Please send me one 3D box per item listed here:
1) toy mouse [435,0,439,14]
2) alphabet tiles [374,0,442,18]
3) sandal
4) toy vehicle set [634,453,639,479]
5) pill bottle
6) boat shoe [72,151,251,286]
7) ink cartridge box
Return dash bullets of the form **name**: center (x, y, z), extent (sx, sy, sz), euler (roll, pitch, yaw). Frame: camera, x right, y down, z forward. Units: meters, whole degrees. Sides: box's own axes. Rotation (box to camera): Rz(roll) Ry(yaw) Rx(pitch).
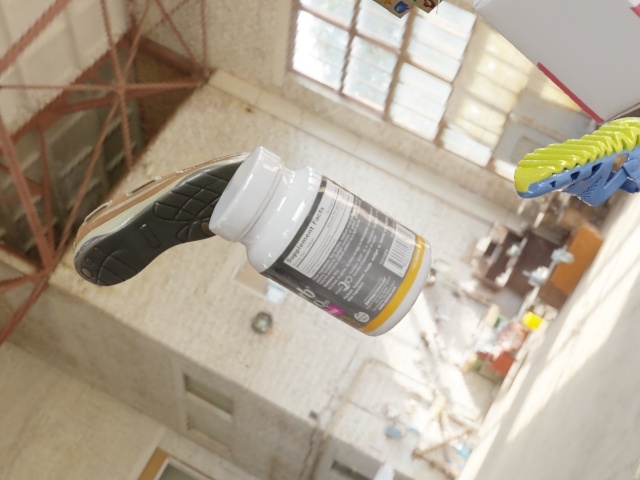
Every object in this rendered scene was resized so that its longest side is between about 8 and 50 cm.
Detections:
- **toy mouse**: center (0.220, -0.467, 1.511), extent (0.143, 0.031, 0.161), euler (148, 142, -77)
- **alphabet tiles**: center (0.168, -0.511, 1.730), extent (0.237, 0.009, 0.198), euler (20, -48, -41)
- **sandal**: center (0.496, -0.124, 1.710), extent (0.126, 0.317, 0.138), euler (29, 133, 62)
- **toy vehicle set**: center (0.541, 0.313, 1.182), extent (0.166, 0.267, 0.035), euler (-13, -60, -65)
- **pill bottle**: center (0.000, 0.000, 1.266), extent (0.162, 0.278, 0.162), euler (-53, 15, 21)
- **boat shoe**: center (-0.247, -0.055, 1.466), extent (0.324, 0.120, 0.122), euler (-27, -49, -5)
- **ink cartridge box**: center (0.288, -0.316, 1.020), extent (0.131, 0.226, 0.306), euler (-32, 36, 40)
